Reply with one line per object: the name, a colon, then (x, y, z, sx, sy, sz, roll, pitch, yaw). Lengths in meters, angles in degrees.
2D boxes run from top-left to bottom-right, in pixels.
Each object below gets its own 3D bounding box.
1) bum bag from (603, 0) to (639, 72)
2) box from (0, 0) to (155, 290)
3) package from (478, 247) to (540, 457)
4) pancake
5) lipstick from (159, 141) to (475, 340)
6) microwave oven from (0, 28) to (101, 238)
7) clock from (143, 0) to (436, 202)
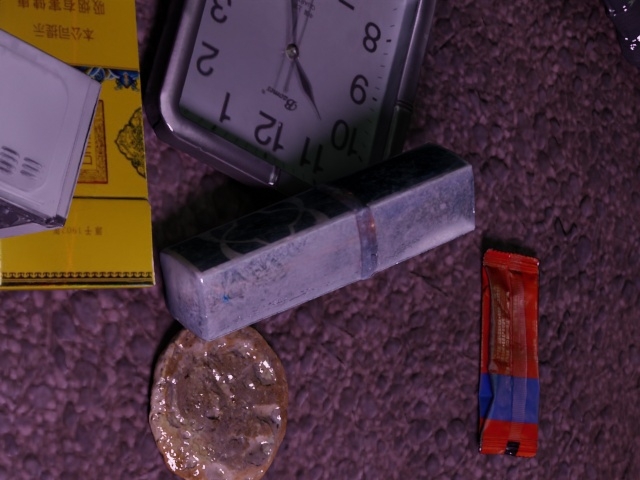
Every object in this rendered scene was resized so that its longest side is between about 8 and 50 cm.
bum bag: (0.358, -0.236, 2.111, 0.248, 0.060, 0.123, 54, 53, -24)
box: (-0.213, -0.099, 1.599, 0.153, 0.041, 0.279, 0, 84, -43)
package: (0.185, 0.111, 1.934, 0.083, 0.022, 0.200, 10, 78, -40)
pancake: (-0.087, 0.139, 1.687, 0.152, 0.025, 0.151, 6, 80, -42)
lipstick: (0.000, 0.000, 1.700, 0.290, 0.077, 0.076, -24, 125, -27)
microwave oven: (-0.283, -0.073, 1.417, 0.162, 0.208, 0.122, 26, 68, -37)
clock: (-0.024, -0.171, 1.768, 0.273, 0.049, 0.279, 28, 67, -36)
